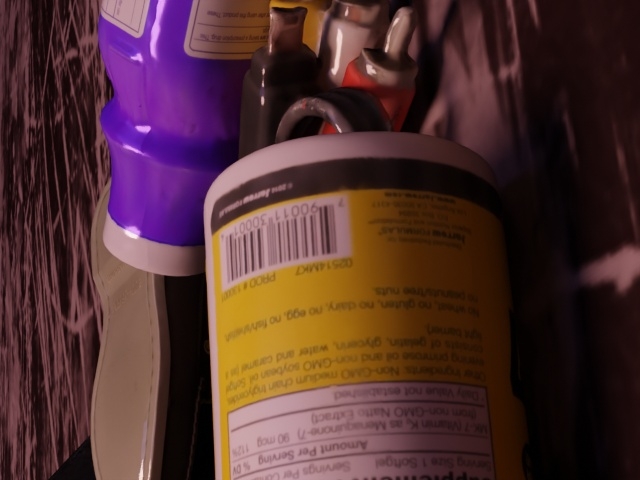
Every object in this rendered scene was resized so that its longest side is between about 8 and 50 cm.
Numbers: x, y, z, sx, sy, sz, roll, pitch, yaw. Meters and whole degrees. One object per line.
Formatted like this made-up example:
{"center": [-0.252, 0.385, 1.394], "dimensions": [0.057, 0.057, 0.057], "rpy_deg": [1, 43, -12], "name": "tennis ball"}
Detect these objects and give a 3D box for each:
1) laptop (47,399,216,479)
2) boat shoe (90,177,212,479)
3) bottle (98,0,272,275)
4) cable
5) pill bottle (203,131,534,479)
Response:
{"center": [-0.093, 0.348, 0.882], "dimensions": [0.382, 0.236, 0.408], "rpy_deg": [-115, 9, -51], "name": "laptop"}
{"center": [-0.088, 0.060, 0.850], "dimensions": [0.081, 0.068, 0.228], "rpy_deg": [-36, 48, 42], "name": "boat shoe"}
{"center": [-0.055, -0.119, 0.755], "dimensions": [0.092, 0.118, 0.283], "rpy_deg": [33, 120, 34], "name": "bottle"}
{"center": [0.000, 0.000, 0.716], "dimensions": [0.139, 0.072, 0.287], "rpy_deg": [50, 144, 47], "name": "cable"}
{"center": [0.019, 0.075, 0.541], "dimensions": [0.119, 0.119, 0.208], "rpy_deg": [139, 131, -59], "name": "pill bottle"}
